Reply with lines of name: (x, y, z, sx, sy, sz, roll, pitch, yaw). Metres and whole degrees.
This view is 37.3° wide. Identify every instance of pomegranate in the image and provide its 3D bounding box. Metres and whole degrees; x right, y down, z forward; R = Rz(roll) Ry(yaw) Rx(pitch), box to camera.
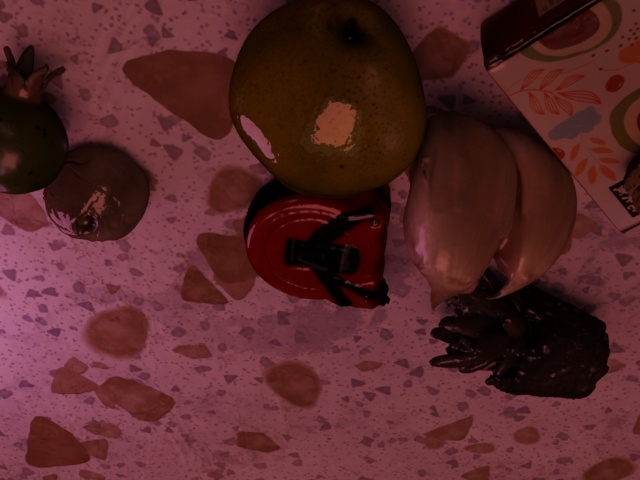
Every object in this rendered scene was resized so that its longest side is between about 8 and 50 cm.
pomegranate: (-0.465, -0.181, 1.447, 0.181, 0.181, 0.224, 22, 108, -14)

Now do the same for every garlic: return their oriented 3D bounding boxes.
garlic: (0.229, -0.061, 1.392, 0.249, 0.313, 0.286, -38, 122, 20)

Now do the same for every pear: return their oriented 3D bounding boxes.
pear: (0.013, -0.197, 1.312, 0.294, 0.294, 0.294, 2, 132, 3)

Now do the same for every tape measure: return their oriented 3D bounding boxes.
tape measure: (0.000, 0.000, 1.594, 0.260, 0.114, 0.253, 5, 132, 1)

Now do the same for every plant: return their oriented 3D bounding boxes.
plant: (0.342, 0.178, 1.673, 0.321, 0.194, 0.181, 15, 128, -12)

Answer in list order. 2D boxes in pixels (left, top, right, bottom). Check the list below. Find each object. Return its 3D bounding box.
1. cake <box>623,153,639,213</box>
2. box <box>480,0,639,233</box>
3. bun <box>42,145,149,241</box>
cake: (0.533, -0.038, 1.355, 0.135, 0.112, 0.246, -21, 131, 26)
box: (0.474, -0.238, 1.333, 0.344, 0.122, 0.385, -31, 123, 28)
bun: (-0.376, -0.065, 1.568, 0.166, 0.113, 0.173, 38, 122, -26)
